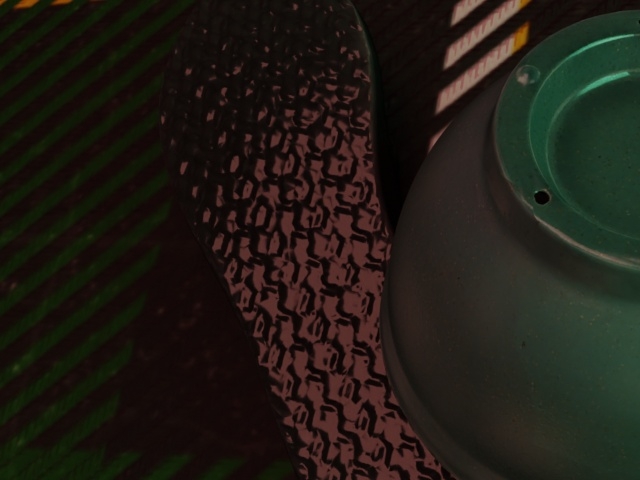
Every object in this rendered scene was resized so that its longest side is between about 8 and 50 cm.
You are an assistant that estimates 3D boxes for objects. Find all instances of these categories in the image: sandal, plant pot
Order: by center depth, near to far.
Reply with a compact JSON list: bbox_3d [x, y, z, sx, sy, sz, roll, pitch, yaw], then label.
[{"bbox_3d":[0.179,-0.003,0.801,0.293,0.196,0.293,-1,56,2],"label":"plant pot"},{"bbox_3d":[-0.002,0.002,1.003,0.168,0.107,0.445,-20,66,10],"label":"sandal"}]
